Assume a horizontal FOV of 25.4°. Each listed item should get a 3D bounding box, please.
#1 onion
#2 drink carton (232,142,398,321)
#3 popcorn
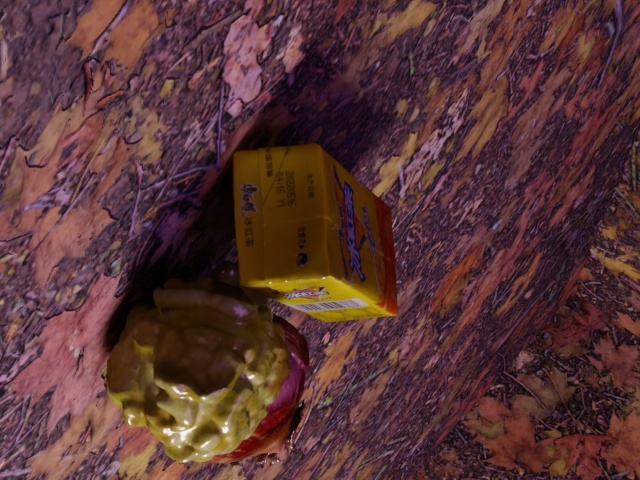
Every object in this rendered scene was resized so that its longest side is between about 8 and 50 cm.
[{"bbox_3d":[-0.091,0.206,1.778,0.230,0.163,0.230,-42,176,-4],"label":"onion"},{"bbox_3d":[0.000,0.000,1.671,0.351,0.111,0.155,32,53,-71],"label":"drink carton"},{"bbox_3d":[-0.130,0.128,1.561,0.217,0.181,0.235,-54,167,-9],"label":"popcorn"}]
